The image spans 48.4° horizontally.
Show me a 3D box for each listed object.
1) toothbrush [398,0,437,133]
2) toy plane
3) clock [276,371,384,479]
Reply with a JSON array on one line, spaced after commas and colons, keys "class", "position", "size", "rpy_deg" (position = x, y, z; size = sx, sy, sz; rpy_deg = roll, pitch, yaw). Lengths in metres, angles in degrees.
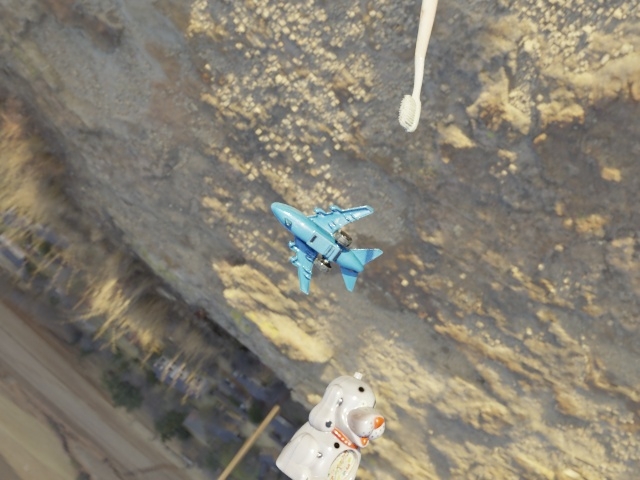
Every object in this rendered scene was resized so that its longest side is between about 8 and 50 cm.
[{"class": "toothbrush", "position": [0.155, -0.304, 1.093], "size": [0.025, 0.307, 0.029], "rpy_deg": [-5, 155, 40]}, {"class": "toy plane", "position": [0.000, 0.000, 1.621], "size": [0.271, 0.254, 0.105], "rpy_deg": [33, -167, -19]}, {"class": "clock", "position": [0.040, 0.409, 1.540], "size": [0.189, 0.254, 0.189], "rpy_deg": [30, 178, 1]}]
